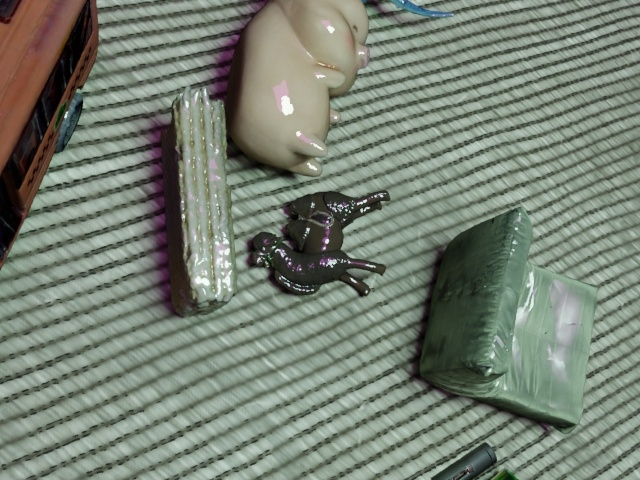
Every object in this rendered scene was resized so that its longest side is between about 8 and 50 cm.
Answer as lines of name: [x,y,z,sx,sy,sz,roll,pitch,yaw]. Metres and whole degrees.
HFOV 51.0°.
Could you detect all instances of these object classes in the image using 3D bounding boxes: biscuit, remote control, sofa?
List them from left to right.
biscuit: [-0.134,-0.039,0.741,0.062,0.108,0.238,-1,76,-23]
remote control: [0.179,0.281,0.819,0.091,0.016,0.034,-25,80,-25]
sofa: [0.254,0.102,0.809,0.226,0.176,0.210,24,68,-13]

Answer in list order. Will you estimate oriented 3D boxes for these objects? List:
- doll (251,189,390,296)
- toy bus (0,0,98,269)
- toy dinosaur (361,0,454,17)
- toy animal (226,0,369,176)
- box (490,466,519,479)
doll: [0.000,0.000,0.812,0.165,0.057,0.139,7,75,-14]
toy bus: [-0.358,-0.080,0.601,0.203,0.233,0.426,21,68,-14]
toy dinosaur: [0.019,-0.374,0.915,0.329,0.076,0.144,41,65,6]
toy animal: [-0.029,-0.206,0.806,0.154,0.166,0.250,23,72,-4]
box: [0.248,0.382,0.744,0.132,0.034,0.235,-31,56,-25]
